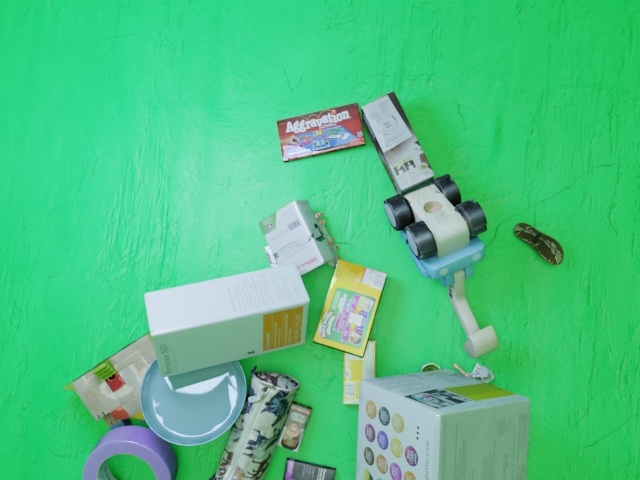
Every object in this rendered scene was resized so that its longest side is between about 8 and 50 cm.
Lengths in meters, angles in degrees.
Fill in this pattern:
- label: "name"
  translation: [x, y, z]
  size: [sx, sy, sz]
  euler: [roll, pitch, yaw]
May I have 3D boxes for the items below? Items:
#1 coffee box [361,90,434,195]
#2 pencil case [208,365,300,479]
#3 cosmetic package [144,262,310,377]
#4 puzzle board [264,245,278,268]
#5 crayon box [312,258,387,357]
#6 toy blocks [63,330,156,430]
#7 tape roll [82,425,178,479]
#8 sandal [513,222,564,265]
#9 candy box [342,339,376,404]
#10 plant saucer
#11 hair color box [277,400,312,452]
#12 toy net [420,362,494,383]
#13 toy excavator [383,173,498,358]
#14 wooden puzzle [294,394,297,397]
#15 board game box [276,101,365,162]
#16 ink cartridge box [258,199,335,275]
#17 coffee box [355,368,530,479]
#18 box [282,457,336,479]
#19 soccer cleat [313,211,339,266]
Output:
- label: "coffee box"
  translation: [0.244, -0.300, 1.925]
  size: [0.119, 0.168, 0.297]
  euler: [-25, 83, 2]
- label: "pencil case"
  translation: [-0.209, 0.603, 1.860]
  size: [0.160, 0.183, 0.410]
  euler: [22, 90, 30]
- label: "cosmetic package"
  translation: [-0.273, 0.236, 1.801]
  size: [0.453, 0.230, 0.161]
  euler: [-11, 49, -15]
- label: "puzzle board"
  translation: [-0.123, 0.066, 2.000]
  size: [0.096, 0.011, 0.128]
  euler: [-19, 82, 3]
- label: "crayon box"
  translation: [0.096, 0.215, 1.915]
  size: [0.165, 0.081, 0.278]
  euler: [16, 81, 9]
- label: "toy blocks"
  translation: [-0.591, 0.475, 1.935]
  size: [0.381, 0.191, 0.261]
  euler: [-33, 94, 0]
- label: "tape roll"
  translation: [-0.594, 0.725, 1.892]
  size: [0.275, 0.090, 0.275]
  euler: [1, 106, 2]
- label: "sandal"
  translation: [0.694, 0.011, 1.918]
  size: [0.180, 0.049, 0.072]
  euler: [40, 83, 22]
- label: "candy box"
  translation: [0.125, 0.421, 1.933]
  size: [0.105, 0.027, 0.206]
  euler: [1, 84, 4]
- label: "plant saucer"
  translation: [-0.383, 0.459, 1.831]
  size: [0.317, 0.044, 0.317]
  euler: [1, 65, -1]
- label: "hair color box"
  translation: [-0.082, 0.593, 1.925]
  size: [0.072, 0.043, 0.141]
  euler: [18, 87, 2]
- label: "toy net"
  translation: [0.430, 0.445, 1.895]
  size: [0.232, 0.045, 0.122]
  euler: [-1, 84, 5]
- label: "toy excavator"
  translation: [0.403, 0.086, 1.857]
  size: [0.222, 0.445, 0.433]
  euler: [-24, 44, -5]
- label: "wooden puzzle"
  translation: [-0.137, 0.485, 1.959]
  size: [0.116, 0.014, 0.078]
  euler: [42, 93, 8]
- label: "board game box"
  translation: [0.000, -0.359, 2.010]
  size: [0.281, 0.027, 0.145]
  euler: [-11, 82, 10]
- label: "ink cartridge box"
  translation: [-0.075, 0.002, 1.925]
  size: [0.160, 0.092, 0.219]
  euler: [-29, 82, 27]
- label: "coffee box"
  translation: [0.328, 0.570, 1.664]
  size: [0.338, 0.334, 0.337]
  euler: [0, 94, -33]
- label: "box"
  translation: [-0.039, 0.765, 1.913]
  size: [0.162, 0.029, 0.116]
  euler: [9, 85, 5]
- label: "soccer cleat"
  translation: [0.000, 0.000, 1.975]
  size: [0.076, 0.068, 0.196]
  euler: [-24, 87, 28]
